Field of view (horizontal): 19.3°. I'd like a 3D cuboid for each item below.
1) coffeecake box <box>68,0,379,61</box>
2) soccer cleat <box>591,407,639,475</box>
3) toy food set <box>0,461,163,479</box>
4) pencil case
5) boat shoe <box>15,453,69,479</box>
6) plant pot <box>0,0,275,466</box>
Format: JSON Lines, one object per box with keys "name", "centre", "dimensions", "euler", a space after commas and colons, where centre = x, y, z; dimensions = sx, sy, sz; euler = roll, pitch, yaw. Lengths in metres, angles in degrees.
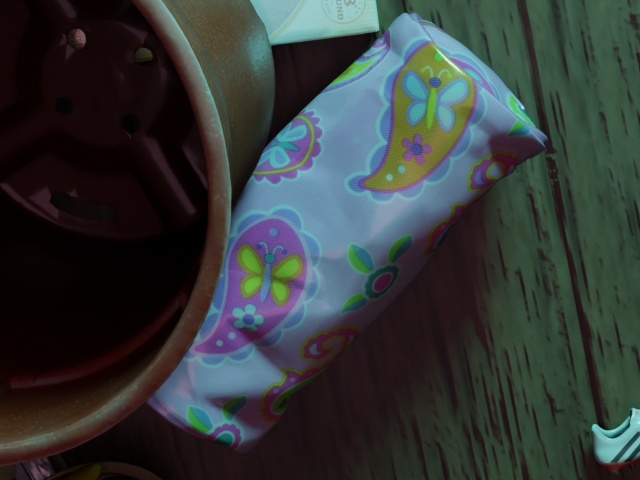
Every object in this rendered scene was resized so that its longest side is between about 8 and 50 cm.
{"name": "coffeecake box", "centre": [-0.065, -0.183, 1.109], "dimensions": [0.186, 0.068, 0.142], "euler": [-7, 98, 1]}
{"name": "soccer cleat", "centre": [0.209, 0.118, 1.173], "dimensions": [0.083, 0.029, 0.035], "euler": [-19, 102, 7]}
{"name": "toy food set", "centre": [-0.141, 0.193, 1.129], "dimensions": [0.132, 0.038, 0.192], "euler": [-37, 126, -4]}
{"name": "pencil case", "centre": [0.000, 0.000, 1.115], "dimensions": [0.124, 0.124, 0.284], "euler": [42, 97, -6]}
{"name": "boat shoe", "centre": [-0.160, 0.157, 1.176], "dimensions": [0.035, 0.035, 0.100], "euler": [-33, 90, 7]}
{"name": "plant pot", "centre": [-0.148, -0.060, 0.959], "dimensions": [0.272, 0.265, 0.272], "euler": [3, 106, 10]}
